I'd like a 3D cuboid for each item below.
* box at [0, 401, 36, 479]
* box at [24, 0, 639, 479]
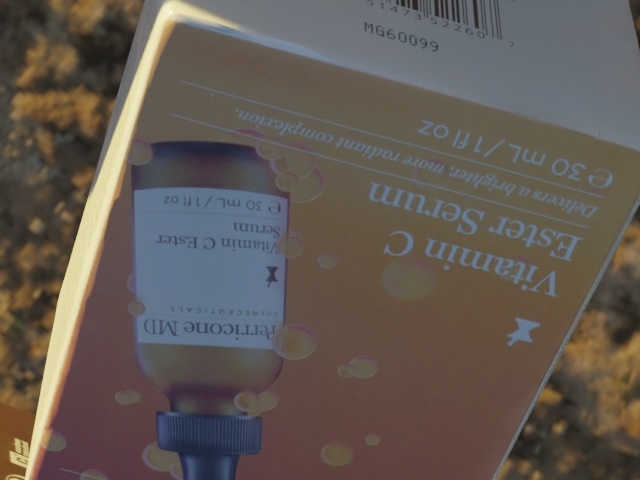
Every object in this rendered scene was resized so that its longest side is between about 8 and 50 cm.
[{"bbox_3d":[-0.361,0.148,1.059,0.381,0.143,0.191,23,105,-20],"label":"box"},{"bbox_3d":[0.000,0.000,0.519,0.130,0.091,0.170,14,126,-10],"label":"box"}]
